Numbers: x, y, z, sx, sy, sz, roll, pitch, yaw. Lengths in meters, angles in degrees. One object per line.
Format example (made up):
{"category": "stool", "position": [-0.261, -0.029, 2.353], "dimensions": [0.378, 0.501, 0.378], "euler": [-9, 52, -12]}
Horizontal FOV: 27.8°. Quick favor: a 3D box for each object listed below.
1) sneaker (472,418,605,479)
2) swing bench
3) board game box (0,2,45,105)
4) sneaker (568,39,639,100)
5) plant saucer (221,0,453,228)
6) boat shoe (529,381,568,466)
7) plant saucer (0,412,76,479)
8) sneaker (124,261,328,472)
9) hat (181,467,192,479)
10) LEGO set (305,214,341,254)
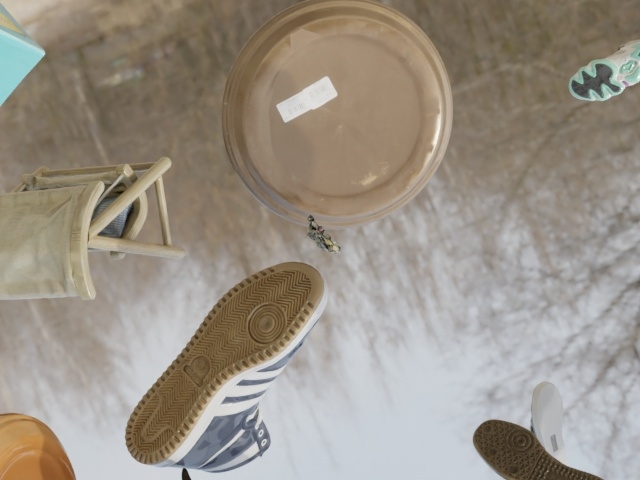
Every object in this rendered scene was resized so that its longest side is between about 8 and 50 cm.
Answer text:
{"category": "sneaker", "position": [0.256, 0.279, 1.499], "dimensions": [0.188, 0.071, 0.066], "euler": [30, -117, 31]}
{"category": "swing bench", "position": [-0.377, -0.016, 1.886], "dimensions": [0.253, 0.165, 0.254], "euler": [-3, -169, 28]}
{"category": "board game box", "position": [-0.428, -0.121, 1.120], "dimensions": [0.336, 0.254, 0.079], "euler": [-49, 153, 11]}
{"category": "sneaker", "position": [0.275, -0.159, 1.196], "dimensions": [0.098, 0.038, 0.069], "euler": [-20, -171, 10]}
{"category": "plant saucer", "position": [0.024, -0.144, 1.509], "dimensions": [0.277, 0.278, 0.041], "euler": [-23, -163, -3]}
{"category": "boat shoe", "position": [0.304, 0.258, 1.765], "dimensions": [0.049, 0.142, 0.040], "euler": [-18, -162, -29]}
{"category": "plant saucer", "position": [-0.308, 0.276, 1.320], "dimensions": [0.037, 0.200, 0.200], "euler": [-3, -164, 26]}
{"category": "sneaker", "position": [-0.077, 0.148, 1.433], "dimensions": [0.282, 0.099, 0.153], "euler": [-46, 147, 6]}
{"category": "hat", "position": [-0.129, 0.402, 1.331], "dimensions": [0.134, 0.331, 0.331], "euler": [-26, -172, -13]}
{"category": "LEGO set", "position": [-0.002, -0.002, 1.436], "dimensions": [0.023, 0.054, 0.083], "euler": [-42, 176, 1]}
